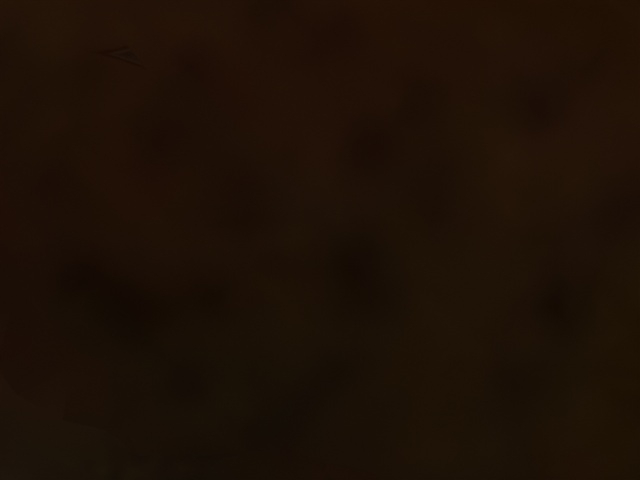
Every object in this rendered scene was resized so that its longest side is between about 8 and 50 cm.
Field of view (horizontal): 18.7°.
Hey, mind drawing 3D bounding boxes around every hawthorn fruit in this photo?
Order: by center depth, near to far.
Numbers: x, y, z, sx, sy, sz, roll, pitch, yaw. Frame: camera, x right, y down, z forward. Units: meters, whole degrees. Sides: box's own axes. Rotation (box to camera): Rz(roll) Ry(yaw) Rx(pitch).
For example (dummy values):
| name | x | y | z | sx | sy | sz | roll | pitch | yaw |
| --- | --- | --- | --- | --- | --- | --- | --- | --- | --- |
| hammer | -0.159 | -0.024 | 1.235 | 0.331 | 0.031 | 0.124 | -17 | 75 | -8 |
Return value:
| name | x | y | z | sx | sy | sz | roll | pitch | yaw |
| --- | --- | --- | --- | --- | --- | --- | --- | --- | --- |
| hawthorn fruit | 0.000 | 0.000 | 0.596 | 0.471 | 0.472 | 0.472 | -2 | -67 | -4 |
